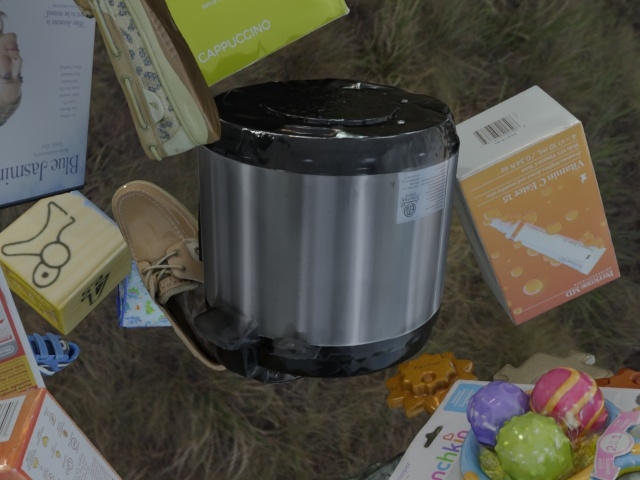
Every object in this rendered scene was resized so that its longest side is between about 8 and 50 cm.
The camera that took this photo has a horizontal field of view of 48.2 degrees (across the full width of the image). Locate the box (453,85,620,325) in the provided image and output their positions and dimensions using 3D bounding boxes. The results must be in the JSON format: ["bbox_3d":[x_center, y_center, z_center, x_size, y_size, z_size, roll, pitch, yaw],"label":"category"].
[{"bbox_3d":[0.363,-0.056,1.269,0.214,0.168,0.345,-27,123,5],"label":"box"}]

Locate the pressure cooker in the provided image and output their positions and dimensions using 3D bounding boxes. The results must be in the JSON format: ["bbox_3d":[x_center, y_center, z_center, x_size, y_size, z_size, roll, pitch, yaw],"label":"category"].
[{"bbox_3d":[0.003,0.002,1.043,0.369,0.376,0.421,-1,115,-3],"label":"pressure cooker"}]

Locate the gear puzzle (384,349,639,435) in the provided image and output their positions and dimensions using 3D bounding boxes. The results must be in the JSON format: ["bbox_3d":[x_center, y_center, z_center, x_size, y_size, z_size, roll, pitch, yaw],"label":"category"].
[{"bbox_3d":[0.183,0.131,0.554,0.175,0.338,0.044,-33,116,-30],"label":"gear puzzle"}]

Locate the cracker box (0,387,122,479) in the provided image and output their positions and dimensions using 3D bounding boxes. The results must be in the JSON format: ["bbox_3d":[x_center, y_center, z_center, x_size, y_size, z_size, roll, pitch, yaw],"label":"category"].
[{"bbox_3d":[-0.215,0.212,0.513,0.155,0.067,0.232,-12,128,9],"label":"cracker box"}]

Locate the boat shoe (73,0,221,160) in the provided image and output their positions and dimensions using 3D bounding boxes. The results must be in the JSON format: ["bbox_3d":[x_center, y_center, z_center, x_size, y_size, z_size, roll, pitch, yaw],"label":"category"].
[{"bbox_3d":[-0.195,-0.210,0.704,0.089,0.105,0.285,-21,114,9],"label":"boat shoe"}]

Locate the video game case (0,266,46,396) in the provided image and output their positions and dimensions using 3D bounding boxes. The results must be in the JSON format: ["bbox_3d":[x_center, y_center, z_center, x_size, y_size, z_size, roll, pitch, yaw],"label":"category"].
[{"bbox_3d":[-0.400,0.181,0.760,0.204,0.025,0.285,-20,85,-30],"label":"video game case"}]

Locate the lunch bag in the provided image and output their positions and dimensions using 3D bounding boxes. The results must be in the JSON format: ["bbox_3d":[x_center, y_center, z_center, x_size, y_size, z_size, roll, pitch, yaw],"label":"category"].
[{"bbox_3d":[-0.387,0.119,1.610,0.128,0.096,0.151,2,91,-26],"label":"lunch bag"}]

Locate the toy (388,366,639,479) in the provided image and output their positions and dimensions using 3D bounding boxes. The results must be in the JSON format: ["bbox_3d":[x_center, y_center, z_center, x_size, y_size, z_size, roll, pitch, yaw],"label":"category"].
[{"bbox_3d":[0.156,0.121,0.456,0.137,0.237,0.056,-40,118,-43],"label":"toy"}]

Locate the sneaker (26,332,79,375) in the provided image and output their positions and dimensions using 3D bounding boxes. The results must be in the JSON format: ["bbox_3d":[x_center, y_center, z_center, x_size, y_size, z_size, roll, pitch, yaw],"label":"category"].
[{"bbox_3d":[-0.402,0.158,1.035,0.059,0.144,0.053,-23,75,2],"label":"sneaker"}]

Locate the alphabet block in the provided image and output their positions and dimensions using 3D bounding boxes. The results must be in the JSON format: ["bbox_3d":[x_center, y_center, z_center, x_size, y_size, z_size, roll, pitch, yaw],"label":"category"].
[{"bbox_3d":[-0.507,0.037,1.420,0.192,0.193,0.197,39,63,6],"label":"alphabet block"}]

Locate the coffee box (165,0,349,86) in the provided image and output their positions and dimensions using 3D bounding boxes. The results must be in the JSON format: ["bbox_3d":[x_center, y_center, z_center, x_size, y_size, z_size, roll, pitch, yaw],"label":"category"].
[{"bbox_3d":[-0.210,-0.498,1.329,0.337,0.334,0.338,-32,114,-14],"label":"coffee box"}]

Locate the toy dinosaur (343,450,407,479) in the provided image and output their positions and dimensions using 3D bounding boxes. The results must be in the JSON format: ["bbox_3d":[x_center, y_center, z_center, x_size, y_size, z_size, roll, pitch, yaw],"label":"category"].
[{"bbox_3d":[0.033,0.345,0.936,0.268,0.118,0.064,-24,59,-19],"label":"toy dinosaur"}]

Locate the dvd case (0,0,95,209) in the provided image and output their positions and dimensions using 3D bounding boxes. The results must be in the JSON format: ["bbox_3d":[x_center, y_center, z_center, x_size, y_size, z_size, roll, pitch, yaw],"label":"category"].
[{"bbox_3d":[-0.335,-0.164,0.830,0.180,0.022,0.253,-31,136,-61],"label":"dvd case"}]

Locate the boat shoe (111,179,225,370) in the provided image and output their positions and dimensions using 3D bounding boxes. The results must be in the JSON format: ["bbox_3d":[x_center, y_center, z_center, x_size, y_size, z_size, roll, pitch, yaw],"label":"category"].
[{"bbox_3d":[-0.229,0.055,1.171,0.121,0.110,0.341,-32,99,9],"label":"boat shoe"}]
